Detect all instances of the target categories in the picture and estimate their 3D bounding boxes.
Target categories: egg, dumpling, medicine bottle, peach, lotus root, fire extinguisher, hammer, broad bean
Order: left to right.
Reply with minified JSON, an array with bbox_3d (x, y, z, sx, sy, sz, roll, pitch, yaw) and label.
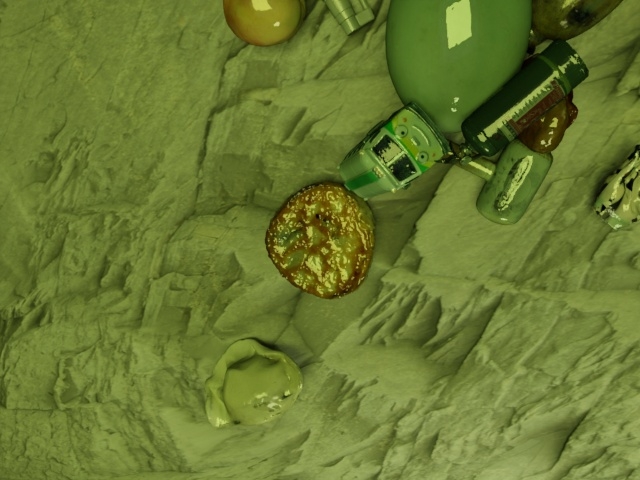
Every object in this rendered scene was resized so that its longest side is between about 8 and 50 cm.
[{"bbox_3d":[-0.189,0.405,1.460,0.318,0.187,0.243,-31,60,12],"label":"dumpling"},{"bbox_3d":[-0.126,-0.512,1.102,0.184,0.184,0.184,4,109,11],"label":"peach"},{"bbox_3d":[0.032,-0.570,1.113,0.092,0.061,0.221,-31,101,1],"label":"medicine bottle"},{"bbox_3d":[0.267,-0.406,0.995,0.276,0.276,0.389,2,121,12],"label":"egg"},{"bbox_3d":[0.351,-0.175,1.156,0.305,0.113,0.202,26,109,8],"label":"hammer"},{"bbox_3d":[0.343,-0.229,0.933,0.294,0.118,0.093,-42,55,17],"label":"fire extinguisher"},{"bbox_3d":[0.461,-0.283,1.038,0.122,0.228,0.156,8,145,-9],"label":"broad bean"},{"bbox_3d":[0.490,-0.478,1.001,0.278,0.154,0.154,-37,98,29],"label":"lotus root"}]

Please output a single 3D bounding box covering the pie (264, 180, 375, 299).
[{"bbox_3d":[0.000,0.000,1.299,0.315,0.092,0.315,5,107,16],"label":"pie"}]

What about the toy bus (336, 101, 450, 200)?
[{"bbox_3d":[0.144,-0.178,1.087,0.165,0.276,0.133,-43,97,-8],"label":"toy bus"}]

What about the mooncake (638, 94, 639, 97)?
[{"bbox_3d":[0.825,-0.200,1.065,0.150,0.057,0.347,-31,97,7],"label":"mooncake"}]

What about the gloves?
[{"bbox_3d":[0.699,-0.125,1.095,0.127,0.111,0.212,49,116,19],"label":"gloves"}]
